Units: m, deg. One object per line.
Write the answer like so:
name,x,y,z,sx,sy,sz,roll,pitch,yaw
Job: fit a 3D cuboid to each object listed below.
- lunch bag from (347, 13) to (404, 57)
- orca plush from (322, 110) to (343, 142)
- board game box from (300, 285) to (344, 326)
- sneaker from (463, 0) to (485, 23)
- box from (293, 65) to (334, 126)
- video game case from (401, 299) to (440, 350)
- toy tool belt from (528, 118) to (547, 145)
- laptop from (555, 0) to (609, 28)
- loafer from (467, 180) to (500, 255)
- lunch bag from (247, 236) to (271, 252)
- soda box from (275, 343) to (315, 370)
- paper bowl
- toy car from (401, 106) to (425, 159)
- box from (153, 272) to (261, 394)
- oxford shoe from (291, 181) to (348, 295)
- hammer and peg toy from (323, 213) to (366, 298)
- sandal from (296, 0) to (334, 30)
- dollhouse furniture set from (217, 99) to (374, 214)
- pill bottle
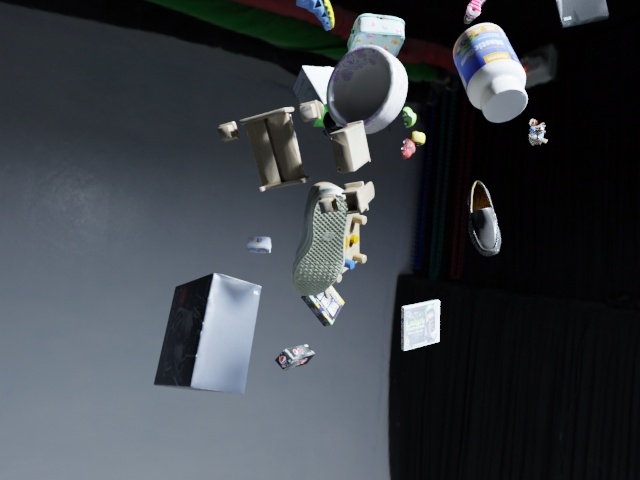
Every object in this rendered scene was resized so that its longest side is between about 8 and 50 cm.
lunch bag,0.230,-0.863,2.048,0.224,0.108,0.279,5,-12,-8
orca plush,0.069,-0.365,1.858,0.151,0.102,0.287,14,-29,18
board game box,0.011,0.246,1.963,0.048,0.170,0.141,-22,22,39
sneaker,0.432,-0.657,1.325,0.047,0.119,0.057,29,-17,5
box,0.056,-0.594,1.953,0.262,0.231,0.127,-9,-32,-33
video game case,0.395,0.331,1.859,0.190,0.173,0.022,-5,8,-31
toy tool belt,0.685,-0.341,1.481,0.051,0.083,0.052,1,-12,37
laptop,0.729,-0.771,1.461,0.234,0.136,0.264,-21,43,-26
loafer,0.338,-0.048,0.994,0.062,0.170,0.061,-14,-34,15
lunch bag,-0.187,0.014,1.456,0.071,0.053,0.083,3,3,-1
soda box,-0.091,0.424,1.722,0.053,0.060,0.169,45,15,24
paper bowl,0.170,-0.511,1.640,0.284,0.284,0.148,4,-2,39
toy car,0.442,-0.532,2.279,0.053,0.225,0.239,2,30,34
box,-0.367,0.307,1.531,0.179,0.343,0.312,21,-25,-34
oxford shoe,0.000,0.000,1.547,0.169,0.449,0.130,2,37,-13
hammer and peg toy,0.045,0.048,1.879,0.127,0.266,0.361,17,34,34
sandal,-0.048,-1.038,2.010,0.138,0.317,0.126,-28,23,14
dollhouse furniture set,-0.057,-0.211,1.301,0.355,0.303,0.174,-7,16,23
pill bottle,0.469,-0.457,1.300,0.152,0.272,0.152,-4,-36,-3
